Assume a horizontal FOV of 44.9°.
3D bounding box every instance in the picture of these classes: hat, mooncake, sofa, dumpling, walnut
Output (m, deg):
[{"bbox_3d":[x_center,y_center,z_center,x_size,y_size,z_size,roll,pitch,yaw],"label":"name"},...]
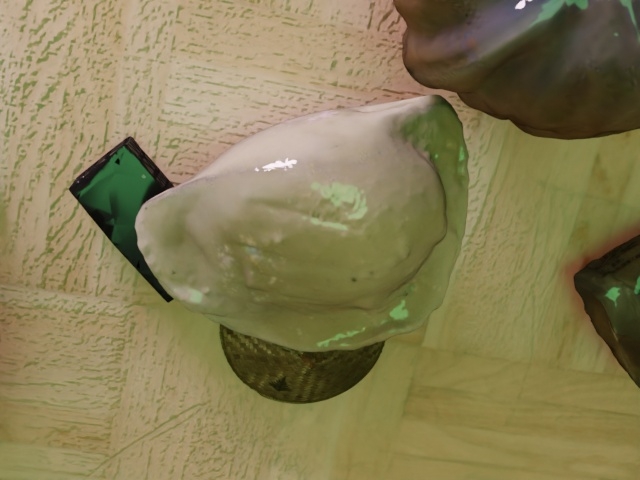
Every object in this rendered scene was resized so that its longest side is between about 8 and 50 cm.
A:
[{"bbox_3d":[-0.009,0.083,0.626,0.145,0.067,0.146,-2,107,-7],"label":"hat"},{"bbox_3d":[0.291,0.053,0.654,0.125,0.073,0.130,-29,107,5],"label":"mooncake"},{"bbox_3d":[-0.131,-0.015,0.595,0.060,0.039,0.118,-37,107,3],"label":"sofa"},{"bbox_3d":[0.000,0.000,0.566,0.251,0.131,0.180,-18,112,-8],"label":"dumpling"},{"bbox_3d":[0.156,-0.184,0.483,0.248,0.248,0.249,-2,107,-7],"label":"walnut"}]
